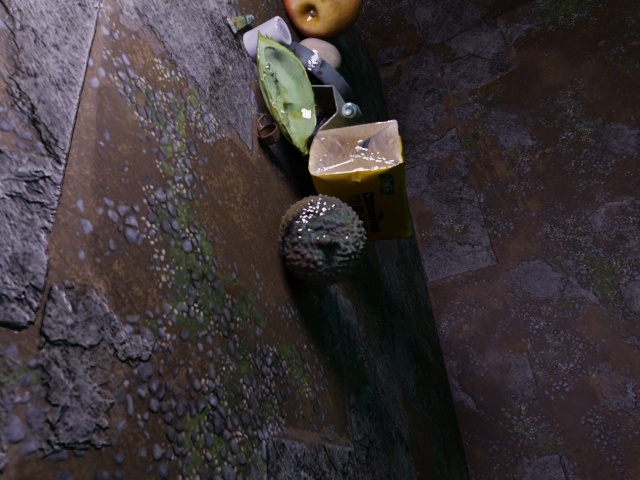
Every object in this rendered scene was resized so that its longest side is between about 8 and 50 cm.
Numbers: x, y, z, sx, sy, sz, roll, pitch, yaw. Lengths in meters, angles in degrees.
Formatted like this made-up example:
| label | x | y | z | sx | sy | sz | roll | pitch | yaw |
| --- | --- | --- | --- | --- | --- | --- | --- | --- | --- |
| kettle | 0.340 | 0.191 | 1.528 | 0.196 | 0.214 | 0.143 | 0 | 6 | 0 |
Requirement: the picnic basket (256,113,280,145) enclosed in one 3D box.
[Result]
| label | x | y | z | sx | sy | sz | roll | pitch | yaw |
| --- | --- | --- | --- | --- | --- | --- | --- | --- | --- |
| picnic basket | -0.160 | -0.329 | 1.414 | 0.083 | 0.072 | 0.072 | 64 | 20 | -45 |

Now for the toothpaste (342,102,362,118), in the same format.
| label | x | y | z | sx | sy | sz | roll | pitch | yaw |
| --- | --- | --- | --- | --- | --- | --- | --- | --- | --- |
| toothpaste | 0.115 | -0.441 | 1.656 | 0.075 | 0.048 | 0.297 | 66 | 16 | -6 |

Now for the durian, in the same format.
| label | x | y | z | sx | sy | sz | roll | pitch | yaw |
| --- | --- | --- | --- | --- | --- | --- | --- | --- | --- |
| durian | -0.097 | -0.447 | 1.484 | 0.198 | 0.163 | 0.394 | 80 | -5 | -86 |

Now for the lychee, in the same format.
| label | x | y | z | sx | sy | sz | roll | pitch | yaw |
| --- | --- | --- | --- | --- | --- | --- | --- | --- | --- |
| lychee | 0.000 | 0.000 | 1.332 | 0.274 | 0.255 | 0.255 | -164 | -129 | -76 |

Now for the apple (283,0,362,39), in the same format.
| label | x | y | z | sx | sy | sz | roll | pitch | yaw |
| --- | --- | --- | --- | --- | --- | --- | --- | --- | --- |
| apple | 0.011 | -1.046 | 2.072 | 0.364 | 0.363 | 0.364 | 51 | 29 | -42 |

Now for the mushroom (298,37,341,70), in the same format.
| label | x | y | z | sx | sy | sz | roll | pitch | yaw |
| --- | --- | --- | --- | --- | --- | --- | --- | --- | --- |
| mushroom | -0.021 | -0.728 | 1.992 | 0.204 | 0.204 | 0.204 | 51 | 29 | -42 |

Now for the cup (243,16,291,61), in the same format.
| label | x | y | z | sx | sy | sz | roll | pitch | yaw |
| --- | --- | --- | --- | --- | --- | --- | --- | --- | --- |
| cup | -0.165 | -0.643 | 1.582 | 0.136 | 0.133 | 0.099 | 60 | 27 | -25 |

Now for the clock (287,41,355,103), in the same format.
| label | x | y | z | sx | sy | sz | roll | pitch | yaw |
| --- | --- | --- | --- | --- | --- | --- | --- | --- | --- |
| clock | -0.011 | -0.593 | 1.779 | 0.319 | 0.066 | 0.319 | 38 | 0 | 0 |

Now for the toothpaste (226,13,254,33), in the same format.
| label | x | y | z | sx | sy | sz | roll | pitch | yaw |
| --- | --- | --- | --- | --- | --- | --- | --- | --- | --- |
| toothpaste | -0.255 | -0.708 | 1.558 | 0.049 | 0.031 | 0.204 | 62 | 25 | -23 |

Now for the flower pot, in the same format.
| label | x | y | z | sx | sy | sz | roll | pitch | yaw |
| --- | --- | --- | --- | --- | --- | --- | --- | --- | --- |
| flower pot | 0.000 | -0.405 | 1.684 | 0.189 | 0.239 | 0.209 | 41 | 65 | -53 |

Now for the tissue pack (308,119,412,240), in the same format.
| label | x | y | z | sx | sy | sz | roll | pitch | yaw |
| --- | --- | --- | --- | --- | --- | --- | --- | --- | --- |
| tissue pack | 0.145 | -0.178 | 1.612 | 0.382 | 0.293 | 0.228 | 71 | 18 | -51 |
